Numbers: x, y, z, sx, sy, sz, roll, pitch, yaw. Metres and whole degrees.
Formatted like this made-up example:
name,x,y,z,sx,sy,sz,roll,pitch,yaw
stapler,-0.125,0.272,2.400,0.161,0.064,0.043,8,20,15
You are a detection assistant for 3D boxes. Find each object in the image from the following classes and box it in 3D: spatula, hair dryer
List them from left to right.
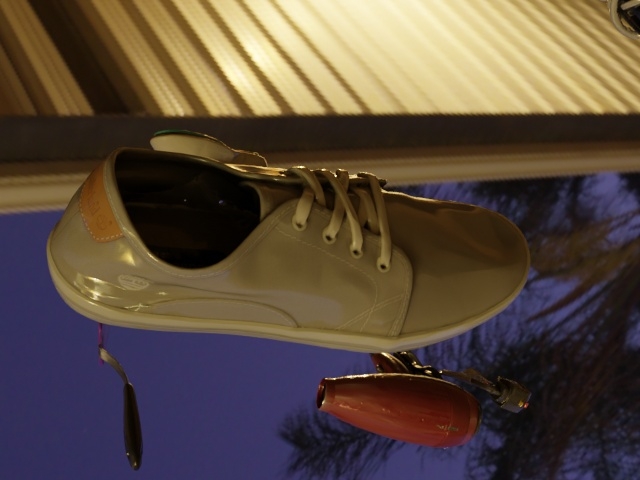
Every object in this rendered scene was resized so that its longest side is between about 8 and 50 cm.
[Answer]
name,x,y,z,sx,sy,sz,roll,pitch,yaw
spatula,-0.255,0.173,1.210,0.030,0.084,0.296,-8,-142,-20
hair dryer,0.100,0.190,1.168,0.223,0.080,0.293,12,-177,37

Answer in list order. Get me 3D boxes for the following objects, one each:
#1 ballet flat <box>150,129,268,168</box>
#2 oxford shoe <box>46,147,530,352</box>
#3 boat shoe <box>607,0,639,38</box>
name,x,y,z,sx,sy,sz,roll,pitch,yaw
ballet flat,-0.158,-0.107,1.447,0.086,0.086,0.248,49,-159,26
oxford shoe,0.000,0.000,0.826,0.449,0.130,0.169,3,-133,-23
boat shoe,0.278,-0.261,0.887,0.340,0.158,0.127,7,164,26
